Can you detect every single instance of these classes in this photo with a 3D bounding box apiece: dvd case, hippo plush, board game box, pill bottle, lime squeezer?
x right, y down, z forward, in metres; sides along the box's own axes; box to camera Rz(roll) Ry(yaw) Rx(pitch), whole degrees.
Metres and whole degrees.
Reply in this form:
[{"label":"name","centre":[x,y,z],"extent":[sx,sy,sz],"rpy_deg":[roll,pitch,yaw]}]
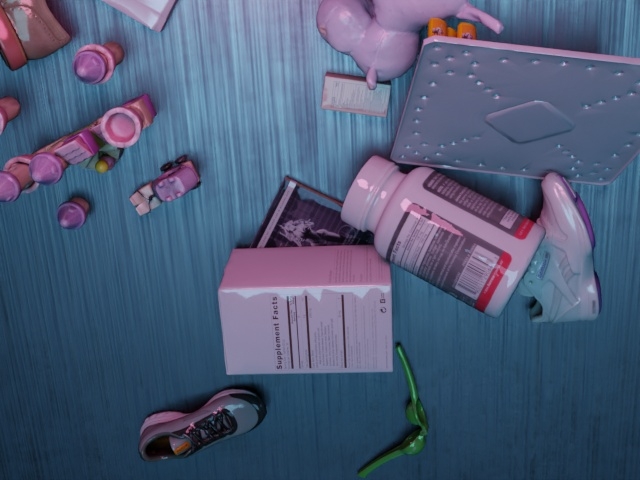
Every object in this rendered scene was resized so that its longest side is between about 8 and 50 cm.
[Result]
[{"label":"dvd case","centre":[0.000,0.000,1.635],"extent":[0.221,0.018,0.164],"rpy_deg":[25,111,-8]},{"label":"hippo plush","centre":[0.128,-0.382,1.416],"extent":[0.294,0.234,0.236],"rpy_deg":[32,135,-3]},{"label":"board game box","centre":[0.326,-0.203,1.384],"extent":[0.390,0.390,0.050],"rpy_deg":[6,70,-1]},{"label":"pill bottle","centre":[0.202,-0.017,1.507],"extent":[0.319,0.176,0.176],"rpy_deg":[29,111,12]},{"label":"lime squeezer","centre":[0.165,0.353,1.754],"extent":[0.110,0.059,0.310],"rpy_deg":[25,115,25]}]

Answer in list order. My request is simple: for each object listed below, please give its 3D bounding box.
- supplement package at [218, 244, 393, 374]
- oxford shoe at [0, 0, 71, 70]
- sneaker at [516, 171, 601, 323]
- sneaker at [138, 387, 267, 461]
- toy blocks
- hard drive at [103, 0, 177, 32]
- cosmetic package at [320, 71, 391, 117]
[{"label":"supplement package","centre":[-0.019,0.121,1.579],"extent":[0.293,0.177,0.175],"rpy_deg":[-1,113,4]},{"label":"oxford shoe","centre":[-0.522,-0.462,1.450],"extent":[0.130,0.123,0.348],"rpy_deg":[-25,109,-16]},{"label":"sneaker","centre":[0.407,0.028,1.566],"extent":[0.152,0.114,0.305],"rpy_deg":[-11,117,10]},{"label":"sneaker","centre":[-0.232,0.374,1.742],"extent":[0.272,0.108,0.100],"rpy_deg":[-20,107,8]},{"label":"toy blocks","centre":[-0.404,-0.135,1.472],"extent":[0.289,0.260,0.308],"rpy_deg":[-25,108,11]},{"label":"hard drive","centre":[-0.280,-0.523,1.437],"extent":[0.203,0.040,0.307],"rpy_deg":[29,110,-8]},{"label":"cosmetic package","centre":[0.061,-0.250,1.524],"extent":[0.115,0.041,0.060],"rpy_deg":[9,112,-1]}]
